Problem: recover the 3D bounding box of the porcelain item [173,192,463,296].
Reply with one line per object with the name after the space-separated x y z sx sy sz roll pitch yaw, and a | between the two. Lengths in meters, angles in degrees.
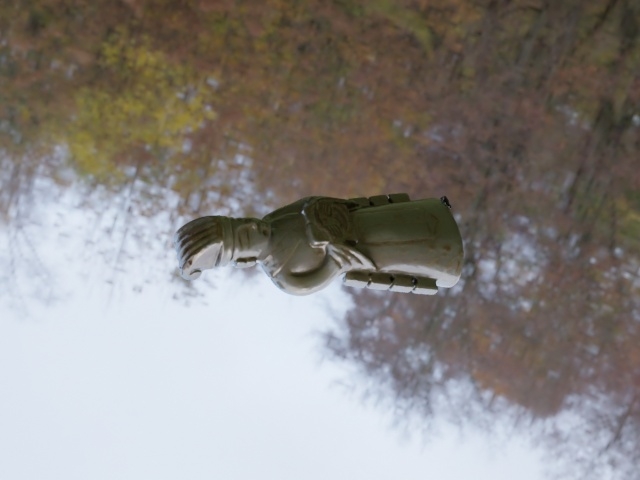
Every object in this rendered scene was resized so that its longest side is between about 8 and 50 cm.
0.000 0.000 0.862 0.213 0.054 0.084 0 -127 -27 | porcelain item
